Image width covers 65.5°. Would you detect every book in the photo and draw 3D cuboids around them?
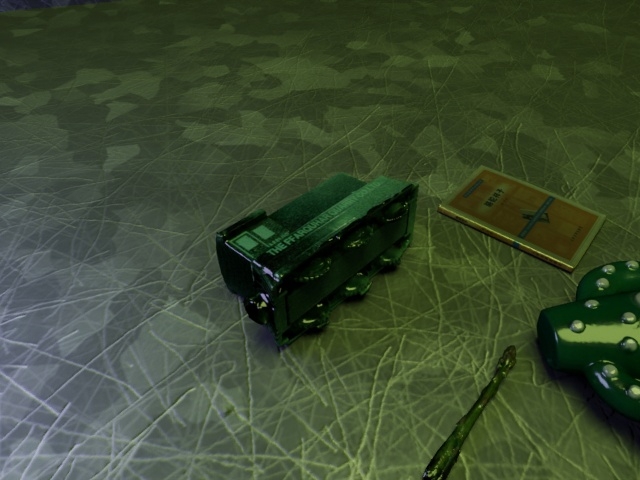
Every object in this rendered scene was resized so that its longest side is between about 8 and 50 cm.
[{"bbox_3d":[0.354,-0.048,0.876,0.241,0.018,0.170,29,50,28],"label":"book"}]

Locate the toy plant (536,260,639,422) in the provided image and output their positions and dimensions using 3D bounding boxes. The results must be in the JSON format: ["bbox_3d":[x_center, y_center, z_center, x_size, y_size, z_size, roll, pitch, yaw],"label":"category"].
[{"bbox_3d":[0.408,0.123,0.622,0.243,0.113,0.232,-21,45,-14],"label":"toy plant"}]

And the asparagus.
[{"bbox_3d":[0.190,0.201,0.601,0.233,0.023,0.022,-40,100,-35],"label":"asparagus"}]

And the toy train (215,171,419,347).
[{"bbox_3d":[0.000,0.000,0.736,0.178,0.139,0.330,29,49,33],"label":"toy train"}]
